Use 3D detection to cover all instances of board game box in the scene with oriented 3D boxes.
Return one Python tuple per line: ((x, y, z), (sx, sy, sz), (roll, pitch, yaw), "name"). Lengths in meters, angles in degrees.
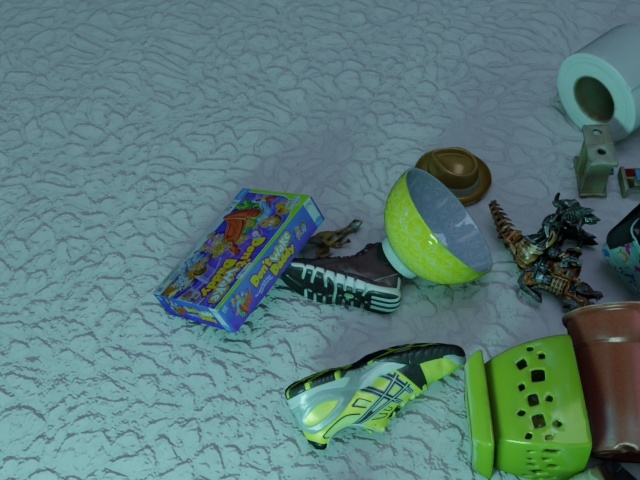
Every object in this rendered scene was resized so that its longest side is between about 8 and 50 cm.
((-0.181, 0.034, 1.837), (0.233, 0.078, 0.347), (8, 51, 43), "board game box")

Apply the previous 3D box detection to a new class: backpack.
((0.758, 0.031, 1.763), (0.225, 0.191, 0.253), (-39, 84, -21), "backpack")

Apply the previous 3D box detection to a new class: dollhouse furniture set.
((0.718, -0.191, 1.965), (0.184, 0.129, 0.129), (0, 56, 4), "dollhouse furniture set")

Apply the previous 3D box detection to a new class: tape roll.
((0.735, -0.389, 2.031), (0.169, 0.246, 0.246), (-33, 60, -17), "tape roll")

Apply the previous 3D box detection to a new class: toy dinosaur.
((0.508, 0.015, 1.835), (0.218, 0.164, 0.322), (-42, 84, -4), "toy dinosaur")
((0.000, 0.000, 1.931), (0.212, 0.064, 0.112), (-9, 32, -10), "toy dinosaur")

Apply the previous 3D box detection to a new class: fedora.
((0.325, -0.175, 2.007), (0.194, 0.079, 0.194), (-2, 55, 3), "fedora")

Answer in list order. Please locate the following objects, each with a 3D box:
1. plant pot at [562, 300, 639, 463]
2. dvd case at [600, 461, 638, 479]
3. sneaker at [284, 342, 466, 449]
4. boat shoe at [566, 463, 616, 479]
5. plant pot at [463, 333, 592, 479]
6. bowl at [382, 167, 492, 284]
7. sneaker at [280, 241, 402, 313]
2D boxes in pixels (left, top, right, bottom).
((0.603, 0.281, 1.560), (0.272, 0.272, 0.265), (4, 70, 6), "plant pot")
((0.542, 0.538, 1.547), (0.221, 0.018, 0.164), (-37, 62, -19), "dvd case")
((0.123, 0.309, 1.681), (0.385, 0.145, 0.147), (-16, 87, -11), "sneaker")
((0.547, 0.575, 1.455), (0.110, 0.122, 0.341), (-35, 65, 17), "boat shoe")
((0.387, 0.332, 1.579), (0.207, 0.227, 0.228), (-5, 56, 7), "plant pot")
((0.232, -0.003, 1.828), (0.156, 0.289, 0.289), (-40, 53, 26), "bowl")
((0.057, 0.062, 1.862), (0.281, 0.106, 0.162), (16, 50, 4), "sneaker")
